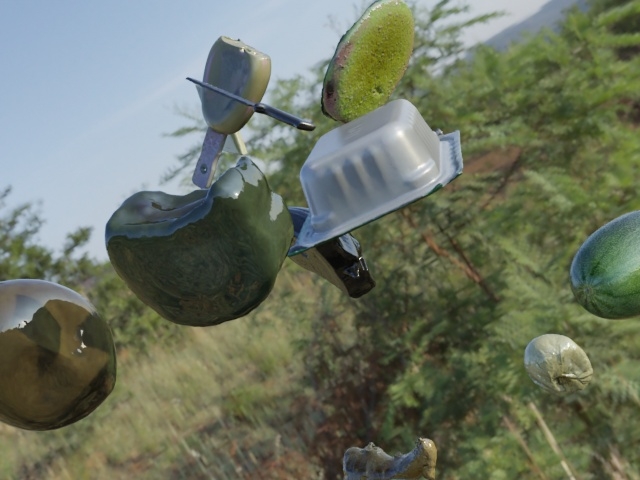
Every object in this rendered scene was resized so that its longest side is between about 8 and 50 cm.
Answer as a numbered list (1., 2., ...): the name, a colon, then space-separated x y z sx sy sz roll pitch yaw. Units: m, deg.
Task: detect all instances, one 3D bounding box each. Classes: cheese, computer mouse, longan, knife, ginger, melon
1. cheese: -0.122 -0.154 1.113 0.037 0.097 0.192 -4 -60 -52
2. computer mouse: 0.000 0.000 1.433 0.088 0.147 0.264 -46 40 -9
3. longan: -0.534 0.206 1.636 0.288 0.289 0.350 -30 -41 21
4. knife: -0.073 -0.135 0.865 0.023 0.170 0.010 -2 -67 -54
5. ginger: 0.125 0.471 1.775 0.081 0.148 0.333 8 -31 -39
6. melon: 0.585 0.038 1.633 0.287 0.182 0.182 -27 1 -21

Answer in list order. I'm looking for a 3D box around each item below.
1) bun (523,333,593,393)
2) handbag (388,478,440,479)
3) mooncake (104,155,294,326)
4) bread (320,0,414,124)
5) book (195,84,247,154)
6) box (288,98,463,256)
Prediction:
1. bun: 0.634 0.339 2.372 0.164 0.188 0.111 -34 18 23
2. handbag: 0.141 0.289 0.818 0.221 0.057 0.144 -6 30 33
3. mooncake: -0.115 -0.005 0.851 0.104 0.175 0.169 -73 -8 -51
4. bread: 0.083 -0.277 1.418 0.228 0.033 0.229 -44 -26 -29
5. book: -0.151 -0.183 1.336 0.014 0.111 0.077 -31 27 -24
6. box: 0.070 -0.119 1.317 0.264 0.106 0.337 -25 13 14
